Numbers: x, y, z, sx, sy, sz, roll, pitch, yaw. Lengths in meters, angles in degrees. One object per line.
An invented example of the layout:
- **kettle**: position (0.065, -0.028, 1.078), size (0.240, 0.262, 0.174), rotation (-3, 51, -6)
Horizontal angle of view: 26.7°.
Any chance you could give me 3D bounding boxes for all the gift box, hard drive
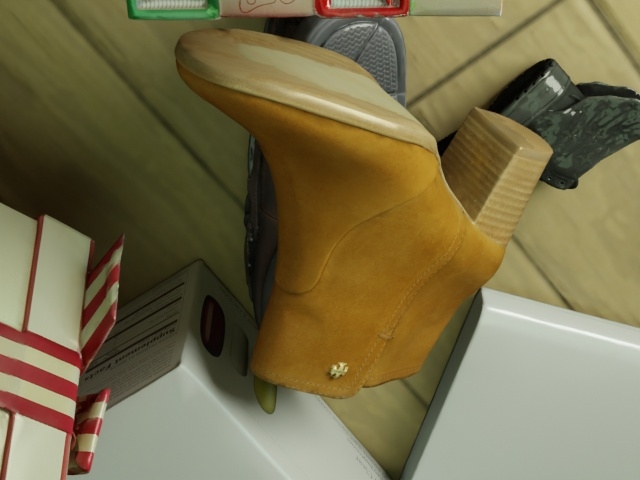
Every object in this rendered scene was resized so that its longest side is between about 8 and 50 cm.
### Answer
- **gift box**: position (-0.287, 0.073, 0.855), size (0.255, 0.276, 0.258), rotation (-17, 144, 38)
- **hard drive**: position (0.238, 0.163, 1.063), size (0.308, 0.040, 0.203), rotation (15, 119, -7)

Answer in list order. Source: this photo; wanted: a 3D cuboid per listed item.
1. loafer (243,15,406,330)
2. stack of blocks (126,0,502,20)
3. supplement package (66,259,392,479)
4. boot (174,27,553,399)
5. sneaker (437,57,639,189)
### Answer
- **loafer**: position (-0.002, -0.040, 0.940), size (0.109, 0.095, 0.302), rotation (-12, 128, -24)
- **stack of blocks**: position (0.000, -0.204, 0.713), size (0.171, 0.297, 0.087), rotation (-1, 117, 1)
- **supplement package**: position (-0.096, 0.188, 1.025), size (0.204, 0.145, 0.262), rotation (-32, 115, 18)
- **boot**: position (0.000, 0.000, 0.834), size (0.295, 0.104, 0.211), rotation (13, 116, -39)
- **sneaker**: position (0.145, -0.059, 0.933), size (0.170, 0.051, 0.089), rotation (-41, 108, 18)
